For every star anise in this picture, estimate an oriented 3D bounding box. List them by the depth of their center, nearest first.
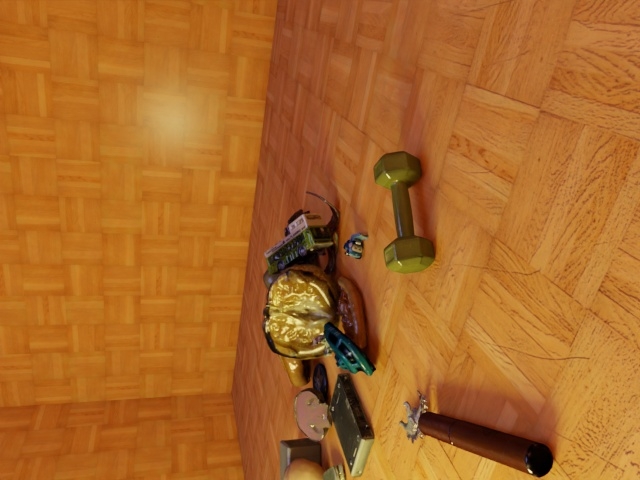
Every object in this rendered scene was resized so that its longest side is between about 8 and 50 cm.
[{"bbox_3d":[-0.093,0.022,2.105,0.332,0.118,0.331,177,90,-74],"label":"star anise"}]

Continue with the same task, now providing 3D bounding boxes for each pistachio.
[{"bbox_3d":[-0.045,0.937,1.752,0.187,0.188,0.299,121,139,-56],"label":"pistachio"}]

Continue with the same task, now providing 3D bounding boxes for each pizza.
[{"bbox_3d":[0.098,0.233,1.591,0.134,0.056,0.271,129,140,-49],"label":"pizza"}]

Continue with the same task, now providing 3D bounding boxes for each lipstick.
[{"bbox_3d":[0.300,0.386,0.953,0.357,0.057,0.057,149,121,-69],"label":"lipstick"}]

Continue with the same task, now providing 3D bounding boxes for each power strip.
[{"bbox_3d":[-0.080,0.910,1.935,0.139,0.140,0.224,154,117,-68],"label":"power strip"}]

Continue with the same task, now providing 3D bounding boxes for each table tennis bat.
[{"bbox_3d":[-0.009,0.596,1.940,0.150,0.027,0.236,-120,38,-57],"label":"table tennis bat"}]

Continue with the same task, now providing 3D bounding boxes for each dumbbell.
[{"bbox_3d":[0.203,-0.071,1.212,0.121,0.108,0.301,133,136,-64],"label":"dumbbell"}]

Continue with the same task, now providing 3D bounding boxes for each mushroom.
[{"bbox_3d":[-0.023,0.633,1.826,0.117,0.141,0.188,-29,-72,-76],"label":"mushroom"}]

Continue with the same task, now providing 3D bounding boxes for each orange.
[{"bbox_3d":[-0.056,0.248,1.769,0.210,0.271,0.368,-52,-28,-72],"label":"orange"}]

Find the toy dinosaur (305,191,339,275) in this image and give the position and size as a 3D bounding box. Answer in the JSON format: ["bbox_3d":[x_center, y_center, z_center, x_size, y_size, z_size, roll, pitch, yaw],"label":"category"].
[{"bbox_3d":[-0.003,0.004,1.839,0.206,0.113,0.327,-113,29,-53],"label":"toy dinosaur"}]

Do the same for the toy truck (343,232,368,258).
[{"bbox_3d":[0.117,0.009,1.570,0.073,0.056,0.090,-103,35,-53],"label":"toy truck"}]

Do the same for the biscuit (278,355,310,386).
[{"bbox_3d":[-0.128,0.475,2.070,0.296,0.102,0.296,163,90,-86],"label":"biscuit"}]

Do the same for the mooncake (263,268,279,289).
[{"bbox_3d":[-0.133,0.214,2.027,0.275,0.135,0.275,51,165,20],"label":"mooncake"}]

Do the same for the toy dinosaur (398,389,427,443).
[{"bbox_3d":[0.231,0.429,1.183,0.082,0.039,0.208,-117,23,-51],"label":"toy dinosaur"}]

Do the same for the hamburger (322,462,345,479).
[{"bbox_3d":[0.053,0.825,1.680,0.084,0.054,0.121,-103,30,-43],"label":"hamburger"}]

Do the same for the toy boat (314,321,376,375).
[{"bbox_3d":[0.068,0.350,1.512,0.134,0.092,0.299,56,170,-13],"label":"toy boat"}]

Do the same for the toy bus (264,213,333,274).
[{"bbox_3d":[-0.090,0.023,1.804,0.302,0.113,0.139,-35,66,43],"label":"toy bus"}]

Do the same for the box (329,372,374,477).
[{"bbox_3d":[0.093,0.590,1.589,0.270,0.045,0.210,-115,30,-54],"label":"box"}]
